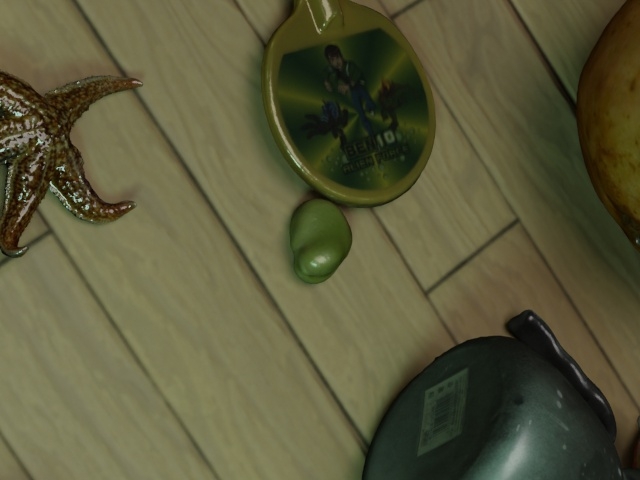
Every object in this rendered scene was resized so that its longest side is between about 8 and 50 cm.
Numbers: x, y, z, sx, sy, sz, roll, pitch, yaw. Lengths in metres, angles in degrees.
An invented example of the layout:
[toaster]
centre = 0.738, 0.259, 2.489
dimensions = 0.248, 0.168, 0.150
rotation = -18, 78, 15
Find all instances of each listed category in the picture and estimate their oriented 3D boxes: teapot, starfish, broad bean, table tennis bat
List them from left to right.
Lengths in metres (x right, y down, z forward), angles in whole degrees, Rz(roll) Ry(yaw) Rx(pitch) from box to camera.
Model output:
[starfish]
centre = -0.249, -0.093, 1.417
dimensions = 0.238, 0.057, 0.213
rotation = -44, 107, -26
[broad bean]
centre = 0.000, 0.000, 1.530
dimensions = 0.063, 0.045, 0.083
rotation = 13, 65, -15
[table tennis bat]
centre = 0.010, -0.186, 1.571
dimensions = 0.198, 0.050, 0.320
rotation = -16, 88, -36
[teapot]
centre = 0.198, 0.231, 1.525
dimensions = 0.285, 0.305, 0.223
rotation = 37, 102, -23

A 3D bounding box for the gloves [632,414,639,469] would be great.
[gloves]
centre = 0.374, 0.260, 1.626
dimensions = 0.145, 0.126, 0.241
rotation = 10, 46, -20

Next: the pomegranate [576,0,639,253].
[pomegranate]
centre = 0.463, -0.133, 1.593
dimensions = 0.410, 0.410, 0.410
rotation = 6, 77, -26
